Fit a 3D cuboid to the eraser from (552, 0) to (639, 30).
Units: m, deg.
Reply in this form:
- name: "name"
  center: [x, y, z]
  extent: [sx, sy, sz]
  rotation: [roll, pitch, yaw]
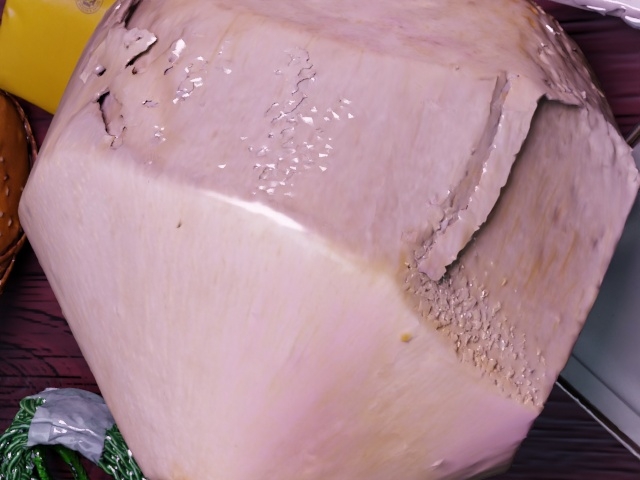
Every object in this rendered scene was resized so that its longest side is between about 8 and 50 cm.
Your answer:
- name: "eraser"
  center: [0.284, -0.204, 0.785]
  extent: [0.331, 0.150, 0.331]
  rotation: [8, 110, 23]

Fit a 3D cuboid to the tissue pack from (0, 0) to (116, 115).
- name: "tissue pack"
  center: [-0.130, -0.127, 1.032]
  extent: [0.169, 0.082, 0.120]
  rotation: [28, 118, 12]

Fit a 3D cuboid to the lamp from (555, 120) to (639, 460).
- name: "lamp"
  center: [0.274, 0.039, 0.936]
  extent: [0.266, 0.047, 0.269]
  rotation: [42, 120, 4]

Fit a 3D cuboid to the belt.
- name: "belt"
  center: [-0.182, 0.178, 1.179]
  extent: [0.151, 0.079, 0.121]
  rotation: [43, 110, -9]

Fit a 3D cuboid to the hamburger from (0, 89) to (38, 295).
- name: "hamburger"
  center: [-0.340, -0.034, 1.079]
  extent: [0.211, 0.245, 0.260]
  rotation: [11, 95, 22]

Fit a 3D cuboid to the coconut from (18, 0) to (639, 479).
- name: "coconut"
  center: [0.000, 0.000, 0.846]
  extent: [0.352, 0.352, 0.353]
  rotation: [8, 112, 21]
